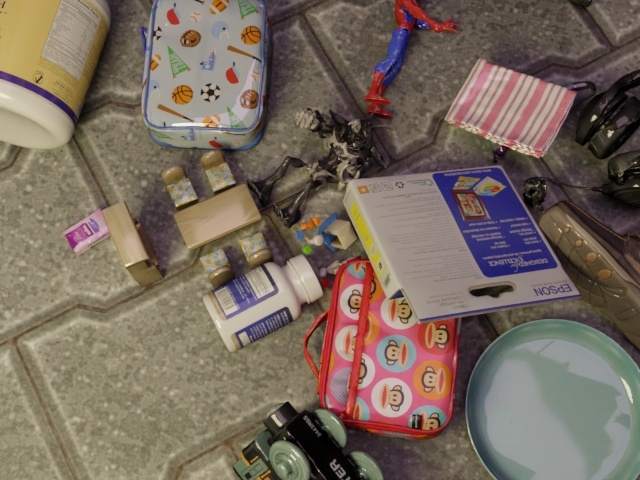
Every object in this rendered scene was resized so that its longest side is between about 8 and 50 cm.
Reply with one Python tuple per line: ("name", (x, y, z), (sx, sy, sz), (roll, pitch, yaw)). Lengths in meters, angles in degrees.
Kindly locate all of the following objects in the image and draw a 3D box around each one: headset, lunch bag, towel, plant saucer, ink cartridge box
("headset", (0.542, -0.164, 1.483), (0.394, 0.185, 0.243), (-27, 75, 9))
("lunch bag", (0.101, 0.178, 1.418), (0.258, 0.120, 0.292), (7, 71, 4))
("towel", (0.341, -0.243, 1.514), (0.197, 0.029, 0.144), (25, 77, 20))
("plant saucer", (0.401, 0.293, 1.422), (0.318, 0.043, 0.317), (0, 73, 0))
("lunch bag", (-0.215, -0.320, 1.559), (0.243, 0.115, 0.303), (2, 74, 2))
("ink cartridge box", (0.229, 0.010, 1.404), (0.304, 0.072, 0.307), (-6, 54, -21))

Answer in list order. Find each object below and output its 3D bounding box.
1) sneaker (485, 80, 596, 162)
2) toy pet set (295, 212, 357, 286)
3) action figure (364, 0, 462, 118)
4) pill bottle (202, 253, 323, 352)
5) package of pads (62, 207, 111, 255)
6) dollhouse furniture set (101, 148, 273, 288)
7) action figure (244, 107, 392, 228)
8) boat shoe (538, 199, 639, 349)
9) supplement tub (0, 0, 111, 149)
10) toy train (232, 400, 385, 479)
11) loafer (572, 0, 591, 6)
("sneaker", (0.411, -0.220, 1.562), (0.224, 0.083, 0.098), (-19, 85, 5))
("toy pet set", (0.000, 0.000, 1.478), (0.114, 0.065, 0.122), (-42, 122, -27))
("action figure", (0.184, -0.365, 1.588), (0.139, 0.091, 0.280), (12, 75, 9))
("pill bottle", (-0.096, 0.101, 1.435), (0.187, 0.112, 0.112), (-27, 76, -8))
("package of pads", (-0.414, -0.015, 1.506), (0.083, 0.032, 0.050), (-34, 74, -10))
("dollhouse furniture set", (-0.228, -0.028, 1.445), (0.242, 0.161, 0.212), (-24, 75, -8))
("action figure", (0.011, -0.148, 1.497), (0.276, 0.141, 0.164), (-41, 77, -8))
("boat shoe", (0.524, 0.056, 1.451), (0.355, 0.132, 0.130), (46, 64, -4))
("supplement tub", (-0.516, -0.355, 1.496), (0.241, 0.241, 0.331), (12, 74, 3))
("toy train", (0.009, 0.409, 1.314), (0.334, 0.190, 0.142), (50, 43, 7))
("loafer", (0.528, -0.546, 1.661), (0.061, 0.062, 0.170), (19, 73, 10))
